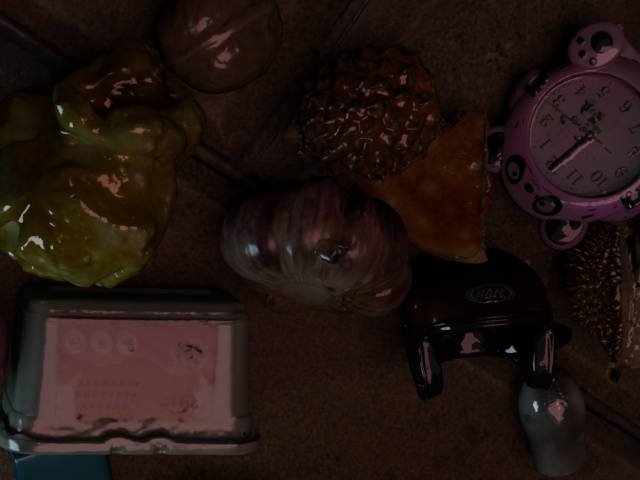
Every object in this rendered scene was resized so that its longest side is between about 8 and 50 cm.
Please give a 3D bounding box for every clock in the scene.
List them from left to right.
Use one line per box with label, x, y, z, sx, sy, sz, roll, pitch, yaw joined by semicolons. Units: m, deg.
clock;0.335;-0.126;1.800;0.248;0.090;0.227;-41;86;6

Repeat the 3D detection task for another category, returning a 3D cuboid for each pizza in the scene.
pizza;0.163;-0.072;1.769;0.193;0.201;0.053;-50;159;7

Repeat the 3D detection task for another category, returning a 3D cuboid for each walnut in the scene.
walnut;-0.115;-0.240;1.626;0.140;0.162;0.140;8;116;17

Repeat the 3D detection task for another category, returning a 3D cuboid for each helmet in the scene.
helmet;0.200;0.105;1.811;0.189;0.216;0.193;-4;70;-4

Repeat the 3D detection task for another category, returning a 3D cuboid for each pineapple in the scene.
pineapple;0.044;-0.146;1.702;0.193;0.166;0.166;-17;112;-10

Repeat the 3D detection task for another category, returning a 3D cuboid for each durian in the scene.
durian;0.402;0.071;1.892;0.193;0.138;0.237;23;86;-23

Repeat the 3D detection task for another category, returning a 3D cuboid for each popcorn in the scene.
popcorn;-0.249;-0.080;1.558;0.225;0.276;0.276;4;112;-64

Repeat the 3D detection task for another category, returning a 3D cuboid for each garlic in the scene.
garlic;0.000;0.000;1.720;0.245;0.245;0.160;25;62;-23

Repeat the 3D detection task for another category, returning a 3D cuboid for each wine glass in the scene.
wine glass;0.315;0.221;1.946;0.093;0.093;0.202;-16;112;-12

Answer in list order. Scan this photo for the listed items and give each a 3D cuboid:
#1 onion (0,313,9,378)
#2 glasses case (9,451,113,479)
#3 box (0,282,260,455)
onion;-0.495;0.089;1.605;0.227;0.120;0.283;-26;100;7
glasses case;-0.312;0.381;1.815;0.117;0.070;0.301;-14;110;-20
box;-0.231;0.151;1.715;0.312;0.175;0.182;1;98;-18
